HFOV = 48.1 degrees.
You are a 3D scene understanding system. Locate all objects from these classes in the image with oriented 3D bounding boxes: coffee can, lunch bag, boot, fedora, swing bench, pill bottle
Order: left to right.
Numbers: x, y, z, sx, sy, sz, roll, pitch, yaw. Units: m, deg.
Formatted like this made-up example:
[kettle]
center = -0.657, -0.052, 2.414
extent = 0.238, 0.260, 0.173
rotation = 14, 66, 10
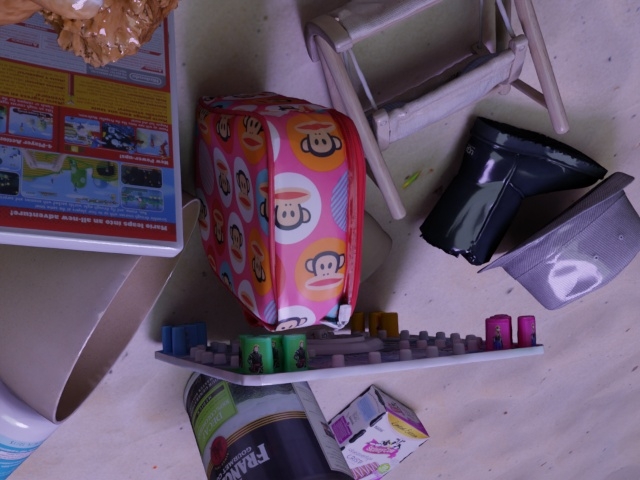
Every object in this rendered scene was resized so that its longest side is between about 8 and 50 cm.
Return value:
[pill bottle]
center = -0.465, 0.264, 0.930
extent = 0.264, 0.146, 0.146
rotation = -44, 132, 10
[lunch bag]
center = -0.059, -0.024, 0.783
extent = 0.120, 0.293, 0.258
rotation = -6, 109, -23
[coffee can]
center = -0.077, 0.317, 1.075
extent = 0.201, 0.275, 0.202
rotation = -13, 129, -17
[swing bench]
center = 0.135, -0.209, 0.853
extent = 0.253, 0.165, 0.255
rotation = -26, 127, -5
[boot]
center = 0.286, -0.060, 1.082
extent = 0.246, 0.094, 0.207
rotation = 11, 117, -26
[fedora]
center = 0.391, 0.017, 1.105
extent = 0.275, 0.124, 0.244
rotation = -35, 171, -11

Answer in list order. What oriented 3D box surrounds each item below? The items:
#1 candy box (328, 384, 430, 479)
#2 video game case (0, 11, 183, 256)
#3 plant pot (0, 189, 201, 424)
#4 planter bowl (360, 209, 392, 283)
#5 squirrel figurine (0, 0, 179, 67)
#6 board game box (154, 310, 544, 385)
[candy box]
center = 0.068, 0.394, 1.346
extent = 0.233, 0.071, 0.159
rotation = -44, 131, 9
[video game case]
center = -0.233, -0.128, 0.671
extent = 0.204, 0.285, 0.025
rotation = 6, 156, -30
[plant pot]
center = -0.286, 0.027, 0.784
extent = 0.191, 0.284, 0.284
rotation = 31, 112, -2
[planter bowl]
center = 0.000, 0.000, 0.964
extent = 0.162, 0.162, 0.109
rotation = -35, 107, 2
[squirrel figurine]
center = -0.177, -0.276, 0.490
extent = 0.281, 0.371, 0.397
rotation = -4, 160, 17
[board game box]
center = 0.017, 0.129, 0.948
extent = 0.389, 0.390, 0.050
rotation = 0, 86, -26
